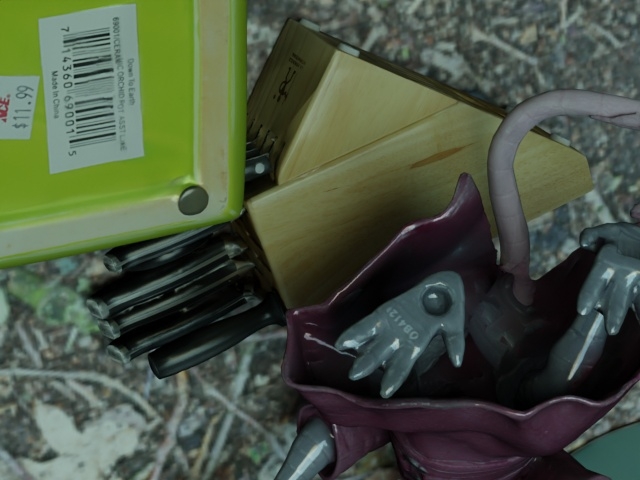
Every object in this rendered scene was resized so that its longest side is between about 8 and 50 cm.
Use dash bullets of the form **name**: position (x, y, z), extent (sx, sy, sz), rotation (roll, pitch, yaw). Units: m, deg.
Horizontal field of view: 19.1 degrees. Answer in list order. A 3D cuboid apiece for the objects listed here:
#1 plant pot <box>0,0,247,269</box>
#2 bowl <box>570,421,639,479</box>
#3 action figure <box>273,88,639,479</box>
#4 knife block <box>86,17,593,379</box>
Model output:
- **plant pot**: position (-0.155, -0.111, 0.989), extent (0.227, 0.207, 0.228), rotation (-11, 120, -23)
- **bowl**: position (0.273, 0.297, 1.356), extent (0.311, 0.163, 0.311), rotation (-8, 112, -20)
- **action figure**: position (0.078, 0.090, 1.163), extent (0.248, 0.370, 0.275), rotation (18, 68, 8)
- **knife block**: position (0.000, 0.000, 1.182), extent (0.276, 0.088, 0.242), rotation (20, 102, -26)
